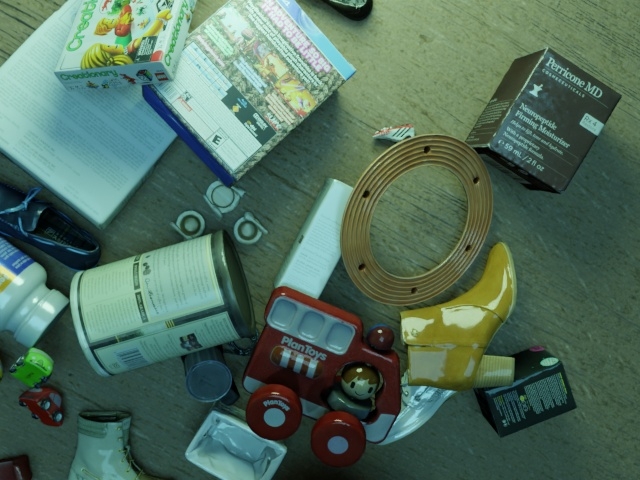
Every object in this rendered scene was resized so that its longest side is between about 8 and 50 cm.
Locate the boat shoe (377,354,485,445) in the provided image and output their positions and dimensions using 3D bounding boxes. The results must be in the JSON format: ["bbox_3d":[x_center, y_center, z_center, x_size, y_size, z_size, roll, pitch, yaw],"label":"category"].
[{"bbox_3d":[0.197,0.288,1.408,0.277,0.098,0.096,-38,98,-8],"label":"boat shoe"}]

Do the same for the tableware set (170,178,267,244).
[{"bbox_3d":[-0.196,-0.026,1.376,0.168,0.020,0.141,-41,98,1],"label":"tableware set"}]

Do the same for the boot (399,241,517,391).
[{"bbox_3d":[0.257,0.136,1.361,0.211,0.104,0.295,4,71,3],"label":"boot"}]

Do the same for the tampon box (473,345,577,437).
[{"bbox_3d":[0.393,0.292,1.407,0.161,0.120,0.101,-21,99,-2],"label":"tampon box"}]

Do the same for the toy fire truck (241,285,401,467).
[{"bbox_3d":[0.013,0.243,1.305,0.302,0.169,0.254,23,109,-3],"label":"toy fire truck"}]

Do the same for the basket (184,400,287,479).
[{"bbox_3d":[-0.162,0.394,1.387,0.167,0.103,0.113,31,94,-8],"label":"basket"}]

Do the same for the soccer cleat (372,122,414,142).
[{"bbox_3d":[0.141,-0.201,1.376,0.083,0.029,0.036,-13,94,-7],"label":"soccer cleat"}]

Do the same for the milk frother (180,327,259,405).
[{"bbox_3d":[-0.183,0.220,1.347,0.129,0.135,0.143,31,96,-21],"label":"milk frother"}]

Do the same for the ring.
[{"bbox_3d":[0.180,-0.036,1.331,0.336,0.032,0.337,-10,114,-24],"label":"ring"}]

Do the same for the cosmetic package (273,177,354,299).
[{"bbox_3d":[0.000,0.000,1.345,0.085,0.117,0.231,26,93,-8],"label":"cosmetic package"}]

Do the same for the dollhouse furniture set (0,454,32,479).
[{"bbox_3d":[-0.532,0.570,1.356,0.374,0.152,0.201,45,92,-8],"label":"dollhouse furniture set"}]

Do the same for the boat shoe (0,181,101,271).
[{"bbox_3d":[-0.510,-0.044,1.307,0.258,0.089,0.109,28,56,-16],"label":"boat shoe"}]

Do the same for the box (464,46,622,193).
[{"bbox_3d":[0.400,-0.216,1.322,0.168,0.167,0.203,30,94,-7],"label":"box"}]

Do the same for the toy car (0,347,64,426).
[{"bbox_3d":[-0.536,0.243,1.303,0.239,0.053,0.225,39,137,-18],"label":"toy car"}]

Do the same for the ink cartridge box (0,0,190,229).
[{"bbox_3d":[-0.402,-0.262,1.320,0.308,0.091,0.385,39,76,-7],"label":"ink cartridge box"}]

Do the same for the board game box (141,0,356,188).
[{"bbox_3d":[-0.129,-0.277,1.262,0.291,0.141,0.232,-44,98,-11],"label":"board game box"}]

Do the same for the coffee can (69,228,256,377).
[{"bbox_3d":[-0.276,0.112,1.289,0.275,0.201,0.202,-16,98,1],"label":"coffee can"}]

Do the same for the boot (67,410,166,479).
[{"bbox_3d":[-0.376,0.421,1.390,0.213,0.077,0.165,10,94,-2],"label":"boot"}]

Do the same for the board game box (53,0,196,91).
[{"bbox_3d":[-0.308,-0.387,1.198,0.193,0.053,0.305,-2,60,16],"label":"board game box"}]

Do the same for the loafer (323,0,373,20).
[{"bbox_3d":[0.002,-0.482,1.305,0.220,0.078,0.080,24,94,-7],"label":"loafer"}]

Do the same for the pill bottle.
[{"bbox_3d":[-0.597,0.072,1.292,0.272,0.152,0.152,38,93,-7],"label":"pill bottle"}]
